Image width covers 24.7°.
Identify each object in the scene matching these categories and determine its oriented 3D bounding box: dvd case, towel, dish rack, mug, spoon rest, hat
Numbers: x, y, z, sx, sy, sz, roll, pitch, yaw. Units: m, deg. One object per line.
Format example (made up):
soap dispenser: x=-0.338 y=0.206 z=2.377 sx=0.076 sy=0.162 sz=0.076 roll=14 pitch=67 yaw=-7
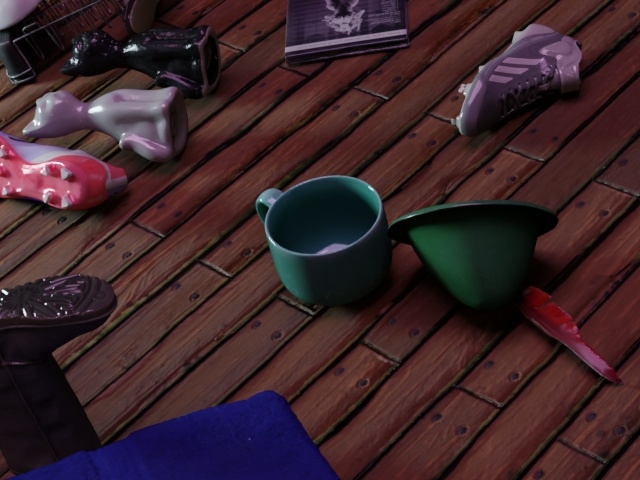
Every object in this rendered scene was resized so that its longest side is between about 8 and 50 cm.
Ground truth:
dvd case: x=0.035 y=-0.319 z=1.997 sx=0.164 sy=0.018 sz=0.221 roll=-8 pitch=40 yaw=7
towel: x=-0.139 y=0.257 z=1.312 sx=0.308 sy=0.076 sz=0.227 roll=-18 pitch=34 yaw=-15
dish rack: x=-0.339 y=-0.350 z=2.068 sx=0.271 sy=0.074 sz=0.208 roll=-24 pitch=40 yaw=9
mug: x=0.009 y=0.000 z=1.578 sx=0.129 sy=0.097 sz=0.158 roll=-18 pitch=39 yaw=-2
spoon rest: x=-0.477 y=-0.371 z=2.086 sx=0.276 sy=0.084 sz=0.137 roll=26 pitch=74 yaw=39
hat: x=0.166 y=0.066 z=1.477 sx=0.173 sy=0.208 sz=0.183 roll=5 pitch=75 yaw=-27

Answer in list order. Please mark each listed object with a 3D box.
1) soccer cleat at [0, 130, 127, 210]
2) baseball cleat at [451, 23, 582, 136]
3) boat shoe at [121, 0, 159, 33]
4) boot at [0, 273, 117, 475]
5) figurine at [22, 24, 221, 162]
soccer cleat: x=-0.350 y=-0.089 z=1.823 sx=0.248 sy=0.083 sz=0.095 roll=16 pitch=18 yaw=39
baseball cleat: x=0.246 y=-0.189 z=1.744 sx=0.109 sy=0.072 sz=0.206 roll=21 pitch=55 yaw=27
boat shoe: x=-0.262 y=-0.338 z=2.089 sx=0.043 sy=0.049 sz=0.137 roll=-8 pitch=41 yaw=18
boot: x=-0.255 y=0.138 z=1.415 sx=0.190 sy=0.208 sz=0.076 roll=-7 pitch=30 yaw=18
figurine: x=-0.259 y=-0.195 z=1.877 sx=0.209 sy=0.092 sz=0.215 roll=6 pitch=45 yaw=16
